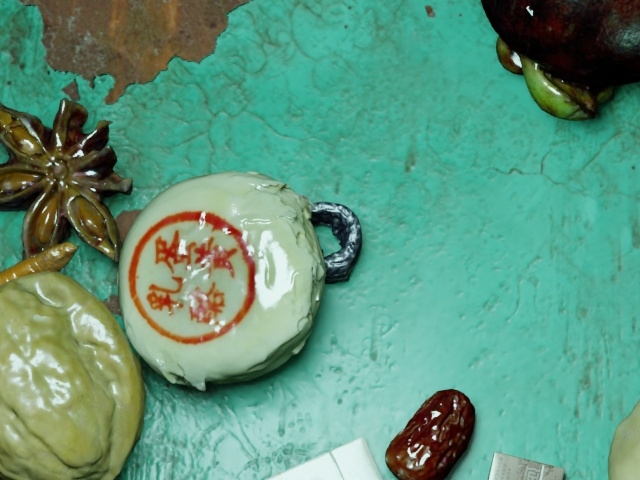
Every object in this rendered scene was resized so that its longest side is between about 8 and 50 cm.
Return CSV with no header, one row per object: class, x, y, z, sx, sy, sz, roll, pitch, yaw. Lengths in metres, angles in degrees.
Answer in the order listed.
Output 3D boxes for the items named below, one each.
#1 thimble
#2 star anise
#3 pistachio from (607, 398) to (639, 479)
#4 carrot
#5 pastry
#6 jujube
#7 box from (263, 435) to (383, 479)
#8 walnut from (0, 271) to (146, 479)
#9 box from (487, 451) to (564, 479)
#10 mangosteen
thimble,-0.002,-0.002,1.767,0.104,0.066,0.095,25,78,10
star anise,-0.321,-0.060,1.789,0.214,0.099,0.220,-1,87,21
pistachio,0.432,0.293,1.594,0.187,0.187,0.299,-32,75,-7
carrot,-0.374,0.056,1.739,0.224,0.057,0.057,-30,73,12
pastry,-0.113,0.043,1.685,0.264,0.133,0.265,-2,80,12
jujube,0.129,0.227,1.689,0.077,0.077,0.129,34,66,12
box,-0.008,0.300,1.694,0.167,0.024,0.090,-24,73,-4
walnut,-0.305,0.163,1.645,0.257,0.224,0.257,3,98,19
box,0.233,0.278,1.690,0.083,0.024,0.053,12,73,8
mangosteen,0.318,-0.298,1.753,0.288,0.288,0.288,-1,73,2
